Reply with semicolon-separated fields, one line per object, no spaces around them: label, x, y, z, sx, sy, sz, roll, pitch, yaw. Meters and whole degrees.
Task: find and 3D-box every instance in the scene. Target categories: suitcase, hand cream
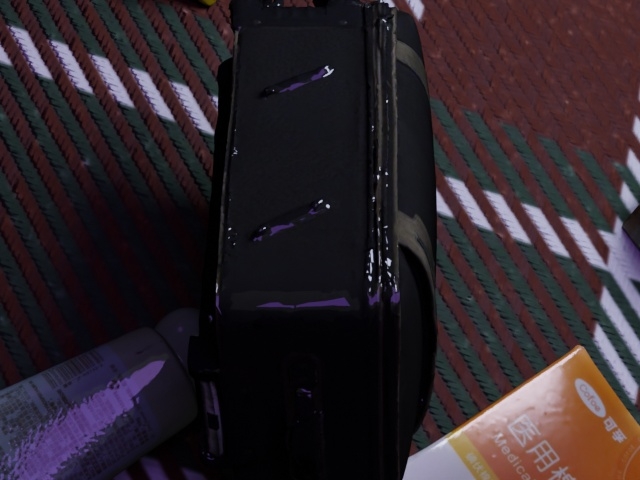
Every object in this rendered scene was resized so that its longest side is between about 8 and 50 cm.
suitcase;0.000;0.000;1.332;0.194;0.283;0.434;1;46;3
hand cream;-0.212;0.160;1.364;0.306;0.093;0.147;-28;78;-22

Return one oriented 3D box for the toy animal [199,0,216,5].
toy animal;-0.102;-0.367;1.617;0.156;0.156;0.230;37;72;4

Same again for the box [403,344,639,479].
box;0.152;0.274;1.378;0.341;0.143;0.225;-30;76;-26

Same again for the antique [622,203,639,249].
antique;0.407;-0.037;1.584;0.152;0.146;0.148;-31;73;-24
